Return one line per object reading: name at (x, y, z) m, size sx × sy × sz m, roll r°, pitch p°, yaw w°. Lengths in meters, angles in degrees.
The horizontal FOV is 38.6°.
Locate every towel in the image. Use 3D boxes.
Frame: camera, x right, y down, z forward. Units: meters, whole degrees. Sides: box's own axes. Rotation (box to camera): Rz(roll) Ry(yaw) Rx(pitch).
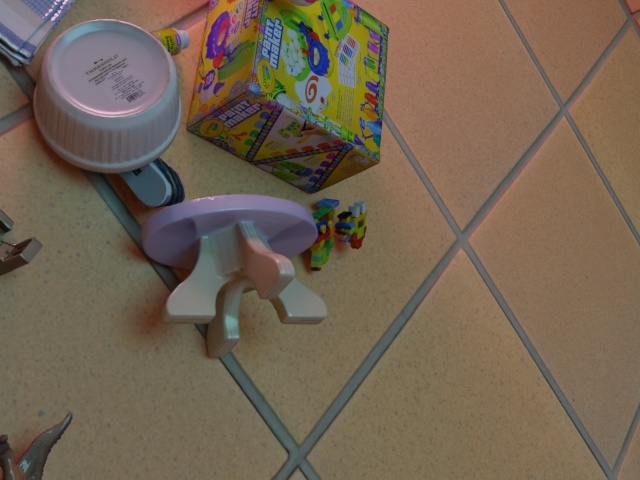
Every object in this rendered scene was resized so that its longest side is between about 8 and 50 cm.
towel at (-0.444, -0.402, 1.314) m, size 0.209 × 0.034 × 0.285 m, roll 41°, pitch 48°, yaw -23°

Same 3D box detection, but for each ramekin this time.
ramekin at (-0.293, -0.209, 1.267) m, size 0.207 × 0.109 × 0.207 m, roll 6°, pitch 63°, yaw -12°

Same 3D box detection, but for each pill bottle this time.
pill bottle at (-0.249, -0.316, 1.461) m, size 0.083 × 0.043 × 0.043 m, roll -28°, pitch 94°, yaw -46°

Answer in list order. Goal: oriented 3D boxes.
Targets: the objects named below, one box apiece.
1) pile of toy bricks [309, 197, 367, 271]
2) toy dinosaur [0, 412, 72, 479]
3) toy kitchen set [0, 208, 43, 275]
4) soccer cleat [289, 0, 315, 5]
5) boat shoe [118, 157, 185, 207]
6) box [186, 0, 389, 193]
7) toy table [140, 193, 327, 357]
pile of toy bricks at (0.000, 0.000, 1.556) m, size 0.212 × 0.118 × 0.105 m, roll -31°, pitch 126°, yaw -62°
toy dinosaur at (-0.367, 0.336, 1.037) m, size 0.200 × 0.127 × 0.296 m, roll 60°, pitch 31°, yaw -18°
toy kitchen set at (-0.402, -0.014, 1.166) m, size 0.083 × 0.075 × 0.068 m, roll 50°, pitch 45°, yaw -24°
soccer cleat at (-0.127, -0.494, 1.411) m, size 0.331 × 0.143 × 0.116 m, roll 54°, pitch 38°, yaw -17°
boat shoe at (-0.274, -0.121, 1.354) m, size 0.183 × 0.065 × 0.083 m, roll 54°, pitch 9°, yaw 8°
box at (-0.046, -0.281, 1.550) m, size 0.279 × 0.177 × 0.290 m, roll 26°, pitch 57°, yaw -35°
toy table at (-0.114, 0.045, 1.322) m, size 0.274 × 0.252 × 0.161 m, roll -4°, pitch 60°, yaw -22°
